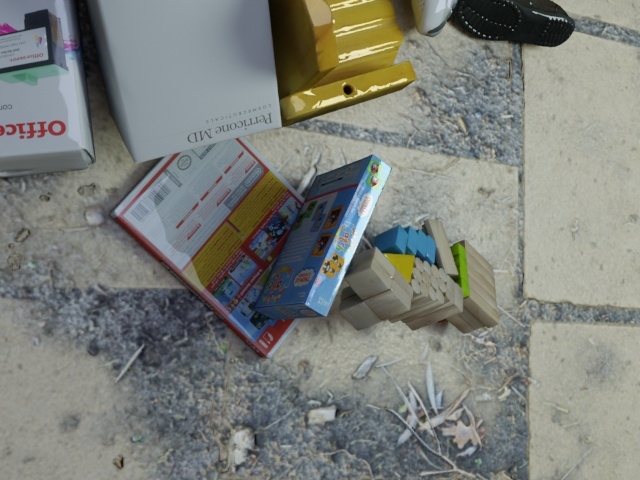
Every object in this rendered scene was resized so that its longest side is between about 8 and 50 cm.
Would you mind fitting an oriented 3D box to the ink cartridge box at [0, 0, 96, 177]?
[{"bbox_3d":[-0.374,-0.216,1.010,0.201,0.117,0.278,-7,87,-10],"label":"ink cartridge box"}]

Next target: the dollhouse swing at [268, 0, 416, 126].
[{"bbox_3d":[0.019,-0.362,1.153,0.315,0.305,0.347,-21,93,-27],"label":"dollhouse swing"}]

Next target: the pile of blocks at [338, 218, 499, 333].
[{"bbox_3d":[0.118,0.054,1.238,0.362,0.112,0.149,13,58,-53],"label":"pile of blocks"}]

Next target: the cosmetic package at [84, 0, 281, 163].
[{"bbox_3d":[-0.171,-0.295,1.017,0.197,0.155,0.365,-17,127,-14],"label":"cosmetic package"}]

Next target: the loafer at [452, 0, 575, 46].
[{"bbox_3d":[0.302,-0.367,1.438,0.220,0.080,0.078,10,47,-25],"label":"loafer"}]

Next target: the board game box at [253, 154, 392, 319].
[{"bbox_3d":[0.000,0.000,1.153,0.039,0.160,0.211,33,71,-20],"label":"board game box"}]

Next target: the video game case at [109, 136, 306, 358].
[{"bbox_3d":[-0.111,-0.010,1.202,0.285,0.025,0.204,45,66,-15],"label":"video game case"}]

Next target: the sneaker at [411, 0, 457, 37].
[{"bbox_3d":[0.138,-0.447,1.351,0.129,0.111,0.297,-2,78,-16],"label":"sneaker"}]
